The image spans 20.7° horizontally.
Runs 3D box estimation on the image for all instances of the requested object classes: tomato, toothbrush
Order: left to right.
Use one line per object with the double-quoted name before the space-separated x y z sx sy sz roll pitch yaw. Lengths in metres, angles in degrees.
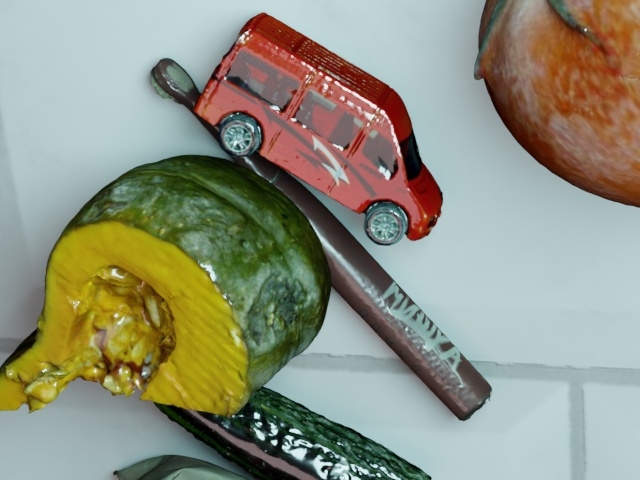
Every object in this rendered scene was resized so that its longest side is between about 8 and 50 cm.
"toothbrush" 0.001 0.000 1.333 0.041 0.041 0.364 -38 101 29
"tomato" 0.230 -0.141 1.068 0.264 0.265 0.265 7 119 13

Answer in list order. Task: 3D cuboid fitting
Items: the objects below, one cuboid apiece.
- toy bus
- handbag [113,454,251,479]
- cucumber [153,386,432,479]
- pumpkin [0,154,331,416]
"toy bus" 0.011 -0.078 1.269 0.195 0.081 0.089 32 112 -1
"handbag" -0.054 0.258 1.422 0.270 0.182 0.117 29 90 -1
"cucumber" -0.032 0.163 1.413 0.241 0.074 0.074 28 121 3
"pumpkin" -0.115 0.066 1.322 0.190 0.139 0.280 37 131 5
